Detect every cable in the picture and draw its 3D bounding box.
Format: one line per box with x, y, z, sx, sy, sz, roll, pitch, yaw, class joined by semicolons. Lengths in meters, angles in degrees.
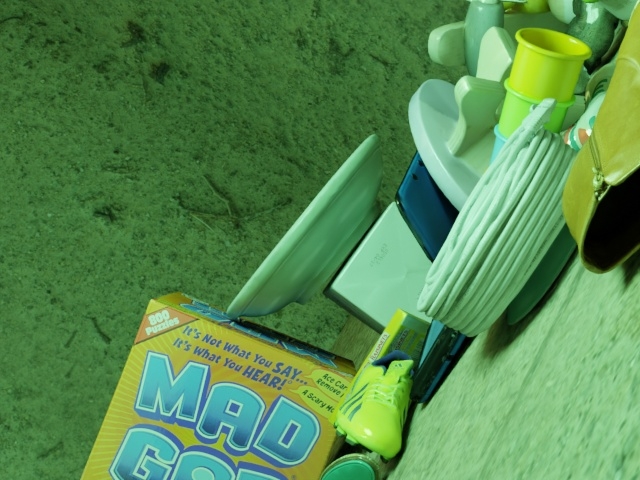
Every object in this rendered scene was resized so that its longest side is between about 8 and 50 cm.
0.206;-0.010;1.322;0.257;0.089;0.257;-59;0;-27;cable

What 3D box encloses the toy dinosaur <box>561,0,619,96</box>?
0.422;-0.336;1.797;0.314;0.121;0.160;-64;7;9;toy dinosaur

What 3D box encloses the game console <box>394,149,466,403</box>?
0.143;0.039;1.616;0.250;0.173;0.293;-62;-2;23;game console

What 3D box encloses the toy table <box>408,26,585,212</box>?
0.247;-0.158;1.615;0.252;0.274;0.161;-9;-29;-43;toy table

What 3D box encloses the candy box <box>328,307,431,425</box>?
0.099;0.207;1.783;0.105;0.027;0.206;27;-84;-48;candy box

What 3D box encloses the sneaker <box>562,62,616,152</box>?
0.356;-0.165;1.407;0.075;0.057;0.161;-31;22;54;sneaker

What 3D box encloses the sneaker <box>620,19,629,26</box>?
0.487;-0.367;1.777;0.083;0.032;0.037;-58;0;0;sneaker

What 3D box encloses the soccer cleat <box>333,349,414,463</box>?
0.087;0.219;1.600;0.121;0.093;0.289;-57;0;9;soccer cleat

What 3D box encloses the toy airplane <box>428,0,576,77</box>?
0.362;-0.380;2.002;0.272;0.384;0.386;1;60;46;toy airplane

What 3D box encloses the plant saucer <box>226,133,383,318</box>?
0.000;0.000;1.970;0.400;0.100;0.400;-51;-1;-1;plant saucer

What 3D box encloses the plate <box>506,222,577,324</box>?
0.257;0.012;1.318;0.188;0.024;0.188;-58;-1;-1;plate

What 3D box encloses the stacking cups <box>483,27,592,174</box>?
0.247;-0.106;1.459;0.096;0.096;0.316;-58;-15;-61;stacking cups

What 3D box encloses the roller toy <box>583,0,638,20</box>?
0.452;-0.417;1.622;0.209;0.146;0.191;-52;11;21;roller toy

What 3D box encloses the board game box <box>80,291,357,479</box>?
-0.166;0.321;1.968;0.356;0.356;0.357;57;-126;-89;board game box

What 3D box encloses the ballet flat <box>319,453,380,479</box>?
0.028;0.341;1.558;0.067;0.073;0.206;-36;-15;-52;ballet flat

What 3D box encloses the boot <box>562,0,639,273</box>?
0.305;-0.119;0.996;0.211;0.104;0.295;-74;10;-69;boot

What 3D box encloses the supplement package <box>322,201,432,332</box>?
0.129;0.066;1.978;0.178;0.175;0.293;-54;0;-5;supplement package
